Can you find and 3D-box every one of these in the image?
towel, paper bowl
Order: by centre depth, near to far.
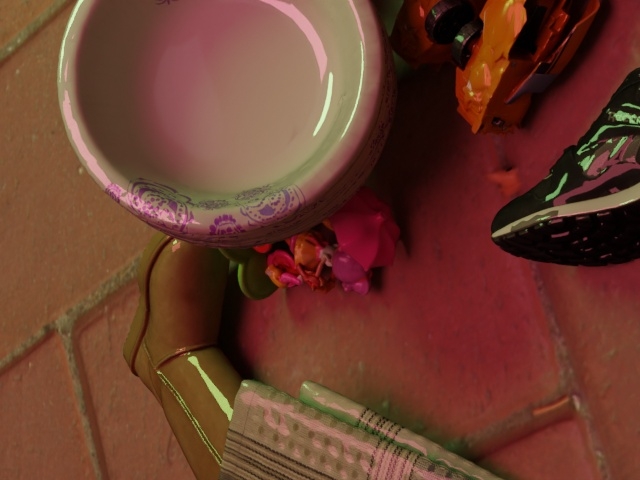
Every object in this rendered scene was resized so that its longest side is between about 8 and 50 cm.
[{"bbox_3d":[-0.075,-0.132,1.709,0.284,0.148,0.284,-2,79,9],"label":"paper bowl"},{"bbox_3d":[0.031,0.307,1.746,0.324,0.056,0.312,22,108,27],"label":"towel"}]

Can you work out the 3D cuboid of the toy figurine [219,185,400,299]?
[{"bbox_3d":[0.000,0.000,1.805,0.159,0.130,0.173,21,126,36],"label":"toy figurine"}]

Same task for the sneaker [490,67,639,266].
[{"bbox_3d":[0.254,-0.069,1.546,0.283,0.107,0.124,-23,57,41],"label":"sneaker"}]

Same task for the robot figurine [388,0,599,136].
[{"bbox_3d":[0.169,-0.246,1.635,0.211,0.085,0.291,48,123,36],"label":"robot figurine"}]

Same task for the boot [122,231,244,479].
[{"bbox_3d":[-0.087,0.139,1.890,0.269,0.089,0.236,55,145,34],"label":"boot"}]
